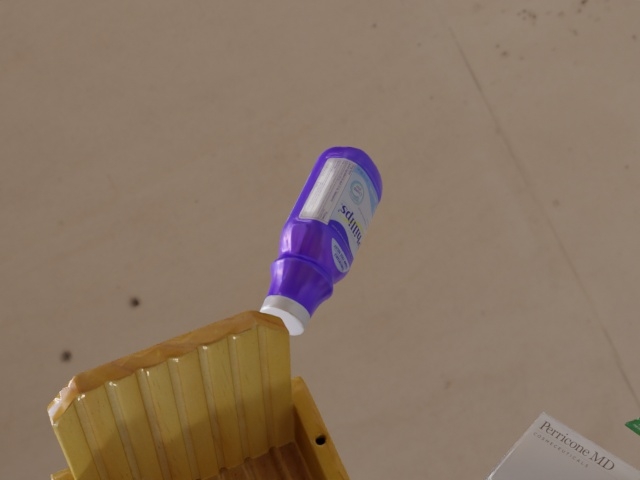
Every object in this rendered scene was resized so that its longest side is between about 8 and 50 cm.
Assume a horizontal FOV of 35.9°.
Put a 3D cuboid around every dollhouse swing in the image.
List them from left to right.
[{"bbox_3d":[-0.129,0.312,1.196,0.305,0.346,0.315,104,144,-61],"label":"dollhouse swing"}]

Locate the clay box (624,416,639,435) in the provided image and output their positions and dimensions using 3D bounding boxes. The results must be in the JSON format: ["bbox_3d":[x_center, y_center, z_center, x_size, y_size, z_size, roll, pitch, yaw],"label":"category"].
[{"bbox_3d":[0.458,0.217,1.066,0.127,0.222,0.053,34,-131,-36],"label":"clay box"}]

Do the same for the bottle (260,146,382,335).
[{"bbox_3d":[0.000,0.000,1.387,0.283,0.092,0.118,-64,-37,-32],"label":"bottle"}]

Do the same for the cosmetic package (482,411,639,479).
[{"bbox_3d":[0.244,0.417,1.200,0.197,0.365,0.155,28,154,39],"label":"cosmetic package"}]
